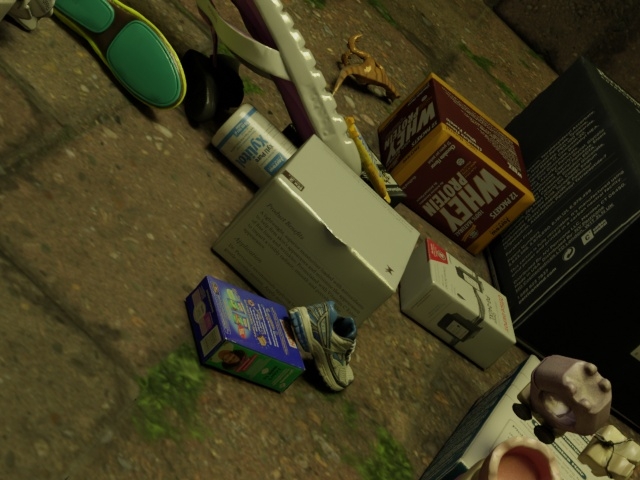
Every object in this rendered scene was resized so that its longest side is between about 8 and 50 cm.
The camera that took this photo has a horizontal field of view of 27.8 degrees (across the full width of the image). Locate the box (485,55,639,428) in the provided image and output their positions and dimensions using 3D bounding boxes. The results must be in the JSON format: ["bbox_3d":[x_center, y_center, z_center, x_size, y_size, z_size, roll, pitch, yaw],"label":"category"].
[{"bbox_3d":[0.517,0.038,2.028,0.480,0.297,0.471,35,24,-22],"label":"box"}]

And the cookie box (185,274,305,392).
[{"bbox_3d":[-0.075,0.094,1.293,0.107,0.040,0.092,25,30,-37],"label":"cookie box"}]

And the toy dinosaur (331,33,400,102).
[{"bbox_3d":[0.068,-0.275,2.088,0.211,0.064,0.112,6,46,-54],"label":"toy dinosaur"}]

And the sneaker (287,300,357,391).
[{"bbox_3d":[0.017,0.110,1.353,0.135,0.058,0.052,59,8,-48],"label":"sneaker"}]

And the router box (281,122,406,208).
[{"bbox_3d":[0.028,-0.095,1.754,0.133,0.046,0.179,53,26,17],"label":"router box"}]

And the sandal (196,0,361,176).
[{"bbox_3d":[-0.084,-0.238,1.599,0.416,0.102,0.169,59,-7,4],"label":"sandal"}]

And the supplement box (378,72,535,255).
[{"bbox_3d":[0.202,-0.117,1.966,0.191,0.129,0.194,35,25,-21],"label":"supplement box"}]

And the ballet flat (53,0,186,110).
[{"bbox_3d":[-0.241,-0.246,1.545,0.231,0.077,0.077,44,7,2],"label":"ballet flat"}]

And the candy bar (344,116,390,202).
[{"bbox_3d":[0.060,-0.104,1.680,0.161,0.018,0.040,59,9,-53],"label":"candy bar"}]

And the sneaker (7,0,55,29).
[{"bbox_3d":[-0.319,-0.303,1.348,0.129,0.111,0.297,53,-6,-4],"label":"sneaker"}]

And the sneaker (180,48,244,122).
[{"bbox_3d":[-0.130,-0.194,1.653,0.089,0.051,0.170,24,28,-31],"label":"sneaker"}]

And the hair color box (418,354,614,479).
[{"bbox_3d":[0.219,0.266,1.408,0.174,0.105,0.347,48,24,5],"label":"hair color box"}]

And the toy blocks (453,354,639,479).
[{"bbox_3d":[0.245,0.269,1.103,0.288,0.260,0.309,46,65,4],"label":"toy blocks"}]

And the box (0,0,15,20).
[{"bbox_3d":[-0.441,-0.286,1.194,0.311,0.148,0.121,52,25,12],"label":"box"}]

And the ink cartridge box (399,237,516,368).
[{"bbox_3d":[0.178,0.083,1.686,0.150,0.063,0.109,35,26,-20],"label":"ink cartridge box"}]

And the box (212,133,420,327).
[{"bbox_3d":[0.000,0.000,1.468,0.181,0.119,0.182,43,24,-4],"label":"box"}]

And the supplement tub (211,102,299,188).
[{"bbox_3d":[-0.074,-0.110,1.586,0.107,0.071,0.071,42,24,-3],"label":"supplement tub"}]
